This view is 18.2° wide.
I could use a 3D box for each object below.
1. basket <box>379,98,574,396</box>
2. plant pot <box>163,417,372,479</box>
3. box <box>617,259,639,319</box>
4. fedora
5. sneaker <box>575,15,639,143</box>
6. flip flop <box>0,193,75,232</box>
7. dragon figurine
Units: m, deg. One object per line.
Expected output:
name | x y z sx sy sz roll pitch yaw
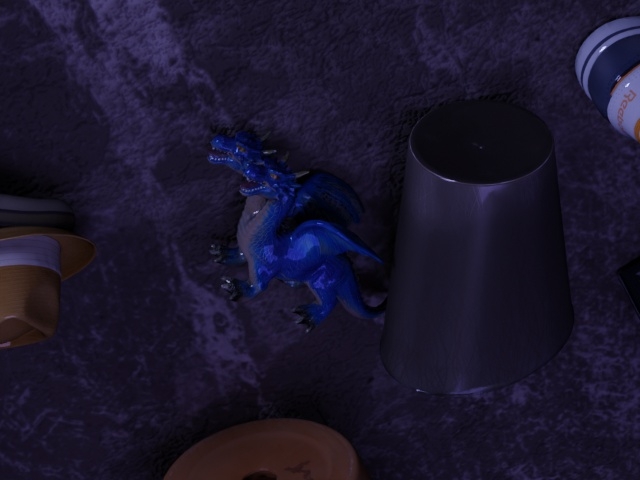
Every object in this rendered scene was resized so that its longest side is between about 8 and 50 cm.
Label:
basket | 0.145 -0.001 1.807 0.204 0.154 0.226 -28 136 -29
plant pot | -0.044 0.313 1.974 0.291 0.291 0.203 -15 119 -5
box | 0.505 0.095 2.006 0.296 0.182 0.294 -31 134 11
fedora | -0.275 0.050 1.706 0.194 0.079 0.194 -12 165 -3
sneaker | 0.397 -0.138 1.781 0.321 0.127 0.126 -9 134 -13
flip flop | -0.323 -0.041 1.651 0.277 0.080 0.112 6 161 -44
dragon figurine | 0.000 0.000 1.799 0.289 0.085 0.144 25 121 -35
